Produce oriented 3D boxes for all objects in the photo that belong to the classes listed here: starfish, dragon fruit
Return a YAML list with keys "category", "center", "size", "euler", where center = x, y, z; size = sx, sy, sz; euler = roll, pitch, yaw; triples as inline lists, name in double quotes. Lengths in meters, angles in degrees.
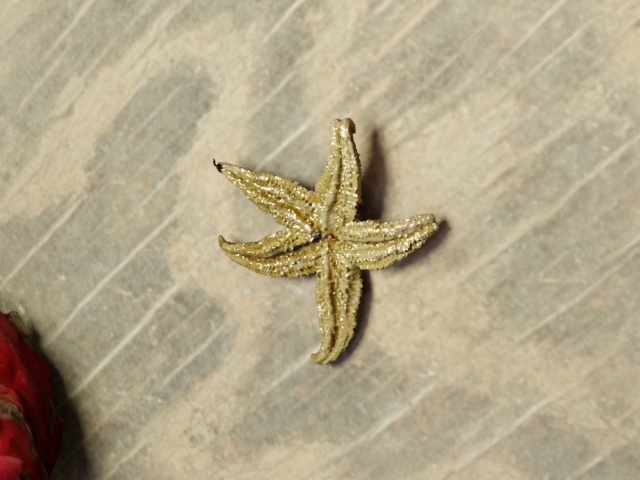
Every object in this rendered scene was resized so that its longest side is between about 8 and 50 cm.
- category: "starfish"
  center: [0.000, 0.000, 1.497]
  size: [0.227, 0.043, 0.240]
  euler: [17, 116, 34]
- category: "dragon fruit"
  center: [-0.408, 0.195, 1.687]
  size: [0.329, 0.329, 0.329]
  euler: [11, 110, 33]
